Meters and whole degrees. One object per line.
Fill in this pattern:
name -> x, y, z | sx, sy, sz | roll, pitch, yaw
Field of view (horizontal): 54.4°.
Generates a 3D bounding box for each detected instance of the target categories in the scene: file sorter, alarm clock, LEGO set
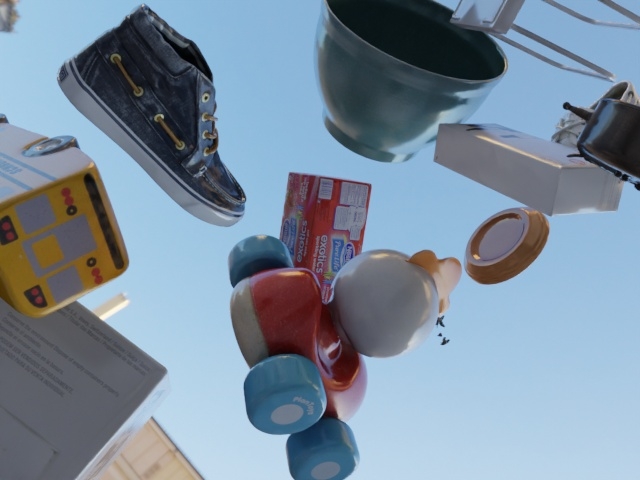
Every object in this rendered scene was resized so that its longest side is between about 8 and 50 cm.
file sorter -> 0.307, -0.340, 0.707 | 0.173, 0.193, 0.277 | 23, -72, -10
alarm clock -> 0.313, -0.067, 0.555 | 0.192, 0.129, 0.064 | 37, -74, 45
LEGO set -> 0.214, 0.155, 1.159 | 0.023, 0.054, 0.083 | -19, -115, 32

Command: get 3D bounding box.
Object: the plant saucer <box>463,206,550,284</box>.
plant saucer -> 0.377, 0.003, 1.296 | 0.037, 0.200, 0.200 | 41, -39, -23

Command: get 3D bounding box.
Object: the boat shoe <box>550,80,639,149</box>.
boat shoe -> 0.390, -0.155, 0.940 | 0.098, 0.277, 0.096 | 6, -52, 56

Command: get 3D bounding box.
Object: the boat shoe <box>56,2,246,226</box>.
boat shoe -> -0.098, -0.085, 0.471 | 0.083, 0.065, 0.183 | -34, -50, 15

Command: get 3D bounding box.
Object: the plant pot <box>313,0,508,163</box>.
plant pot -> 0.112, -0.247, 0.977 | 0.293, 0.293, 0.196 | 38, -49, 16

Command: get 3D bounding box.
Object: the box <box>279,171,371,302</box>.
box -> 0.000, 0.000, 1.230 | 0.123, 0.128, 0.256 | 17, -79, 57

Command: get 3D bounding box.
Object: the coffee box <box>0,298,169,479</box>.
coffee box -> -0.437, 0.220, 0.822 | 0.338, 0.338, 0.334 | 38, -21, 1

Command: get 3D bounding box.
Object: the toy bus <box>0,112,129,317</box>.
toy bus -> -0.314, -0.041, 0.620 | 0.333, 0.130, 0.108 | 20, -49, 42

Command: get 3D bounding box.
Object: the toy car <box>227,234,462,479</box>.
toy car -> 0.044, 0.092, 0.655 | 0.238, 0.219, 0.210 | -21, -51, 4

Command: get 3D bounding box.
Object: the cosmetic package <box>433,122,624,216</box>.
cosmetic package -> 0.247, -0.096, 0.773 | 0.239, 0.099, 0.060 | -137, -135, -58
